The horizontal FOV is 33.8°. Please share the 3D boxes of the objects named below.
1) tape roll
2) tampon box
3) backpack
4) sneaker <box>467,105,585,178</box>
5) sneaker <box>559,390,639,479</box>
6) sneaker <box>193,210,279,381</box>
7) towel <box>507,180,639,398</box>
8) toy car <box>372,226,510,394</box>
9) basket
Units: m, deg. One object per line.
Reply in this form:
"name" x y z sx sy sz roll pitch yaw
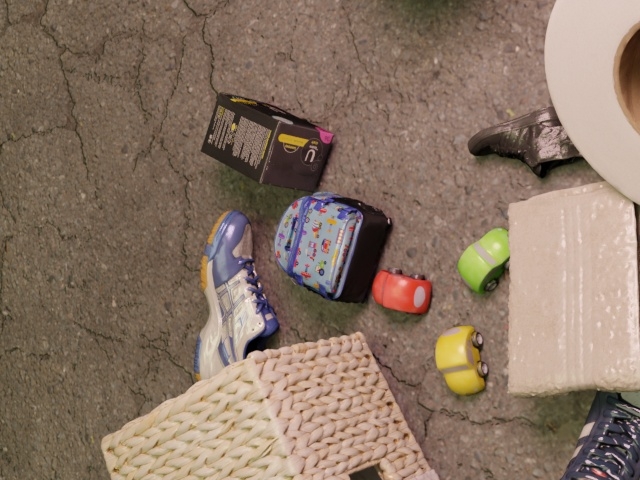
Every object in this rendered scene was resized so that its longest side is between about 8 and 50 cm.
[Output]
"tape roll" 0.437 -0.183 1.173 0.392 0.072 0.392 29 142 25
"tampon box" -0.085 -0.154 1.652 0.161 0.120 0.102 30 106 42
"backpack" 0.000 0.000 1.597 0.173 0.117 0.158 25 102 37
"sneaker" 0.284 -0.123 1.432 0.170 0.051 0.089 -21 71 30
"sneaker" 0.353 0.296 1.300 0.131 0.148 0.350 20 99 35
"sneaker" -0.119 0.101 1.700 0.130 0.112 0.297 7 99 25
"towel" 0.328 0.062 1.355 0.187 0.049 0.282 -11 64 37
"toy car" 0.191 0.072 1.489 0.239 0.053 0.225 50 115 27
"basket" -0.073 0.324 1.489 0.331 0.328 0.267 -33 74 29
